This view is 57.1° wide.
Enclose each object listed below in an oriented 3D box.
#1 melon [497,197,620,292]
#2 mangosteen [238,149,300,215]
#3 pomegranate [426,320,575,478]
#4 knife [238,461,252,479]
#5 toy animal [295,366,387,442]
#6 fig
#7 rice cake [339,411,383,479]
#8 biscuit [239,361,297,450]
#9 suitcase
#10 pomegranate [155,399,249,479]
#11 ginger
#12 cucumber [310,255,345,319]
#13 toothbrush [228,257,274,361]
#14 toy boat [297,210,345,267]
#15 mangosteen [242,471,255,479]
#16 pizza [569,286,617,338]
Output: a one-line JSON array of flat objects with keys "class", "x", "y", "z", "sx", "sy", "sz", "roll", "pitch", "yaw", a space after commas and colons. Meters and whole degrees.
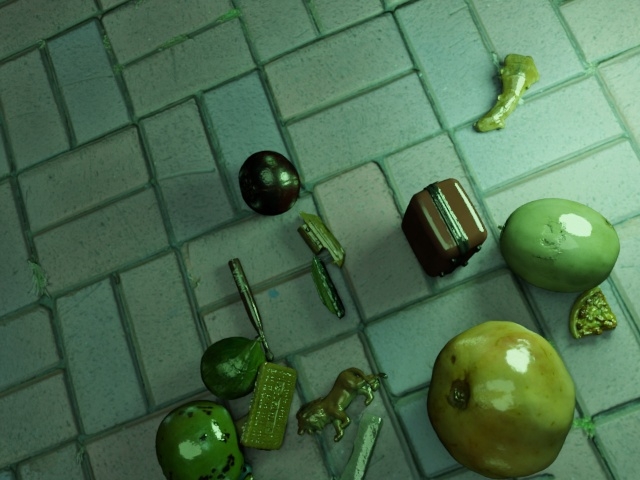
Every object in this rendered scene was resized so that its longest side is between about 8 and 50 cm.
[{"class": "melon", "x": 0.673, "y": 0.011, "z": 1.689, "sx": 0.330, "sy": 0.268, "sz": 0.268, "roll": 22, "pitch": 82, "yaw": 22}, {"class": "mangosteen", "x": -0.156, "y": -0.186, "z": 1.922, "sx": 0.216, "sy": 0.216, "sz": 0.216, "roll": -2, "pitch": 78, "yaw": 10}, {"class": "pomegranate", "x": 0.485, "y": 0.420, "z": 1.592, "sx": 0.412, "sy": 0.411, "sz": 0.411, "roll": -2, "pitch": 78, "yaw": 10}, {"class": "knife", "x": -0.254, "y": 0.803, "z": 1.804, "sx": 0.058, "sy": 0.032, "sz": 0.244, "roll": 11, "pitch": 84, "yaw": 5}, {"class": "toy animal", "x": 0.053, "y": 0.486, "z": 1.786, "sx": 0.157, "sy": 0.097, "sz": 0.312, "roll": 38, "pitch": 85, "yaw": 21}, {"class": "fig", "x": -0.251, "y": 0.361, "z": 1.779, "sx": 0.203, "sy": 0.235, "sz": 0.203, "roll": 14, "pitch": 47, "yaw": -16}, {"class": "rice cake", "x": 0.093, "y": 0.707, "z": 1.743, "sx": 0.070, "sy": 0.064, "sz": 0.399, "roll": 18, "pitch": 81, "yaw": 23}, {"class": "biscuit", "x": -0.148, "y": 0.502, "z": 1.770, "sx": 0.029, "sy": 0.172, "sz": 0.254, "roll": 3, "pitch": 73, "yaw": 38}, {"class": "suitcase", "x": 0.358, "y": -0.032, "z": 1.739, "sx": 0.161, "sy": 0.297, "sz": 0.236, "roll": -25, "pitch": 75, "yaw": -5}, {"class": "pomegranate", "x": -0.317, "y": 0.612, "z": 1.731, "sx": 0.324, "sy": 0.291, "sz": 0.290, "roll": -8, "pitch": 77, "yaw": 1}, {"class": "ginger", "x": 0.600, "y": -0.478, "z": 1.906, "sx": 0.131, "sy": 0.086, "sz": 0.294, "roll": 35, "pitch": 90, "yaw": -7}, {"class": "cucumber", "x": 0.019, "y": 0.157, "z": 1.880, "sx": 0.046, "sy": 0.070, "sz": 0.220, "roll": -12, "pitch": 71, "yaw": -33}, {"class": "toothbrush", "x": -0.223, "y": 0.223, "z": 1.917, "sx": 0.041, "sy": 0.041, "sz": 0.364, "roll": -25, "pitch": 75, "yaw": 4}, {"class": "toy boat", "x": 0.000, "y": 0.000, "z": 1.915, "sx": 0.088, "sy": 0.068, "sz": 0.226, "roll": -37, "pitch": 77, "yaw": 6}, {"class": "mangosteen", "x": -0.179, "y": 0.834, "z": 1.646, "sx": 0.306, "sy": 0.306, "sz": 0.359, "roll": -33, "pitch": 64, "yaw": 2}, {"class": "pizza", "x": 0.810, "y": 0.218, "z": 1.732, "sx": 0.134, "sy": 0.046, "sz": 0.175, "roll": 16, "pitch": 81, "yaw": 13}]
